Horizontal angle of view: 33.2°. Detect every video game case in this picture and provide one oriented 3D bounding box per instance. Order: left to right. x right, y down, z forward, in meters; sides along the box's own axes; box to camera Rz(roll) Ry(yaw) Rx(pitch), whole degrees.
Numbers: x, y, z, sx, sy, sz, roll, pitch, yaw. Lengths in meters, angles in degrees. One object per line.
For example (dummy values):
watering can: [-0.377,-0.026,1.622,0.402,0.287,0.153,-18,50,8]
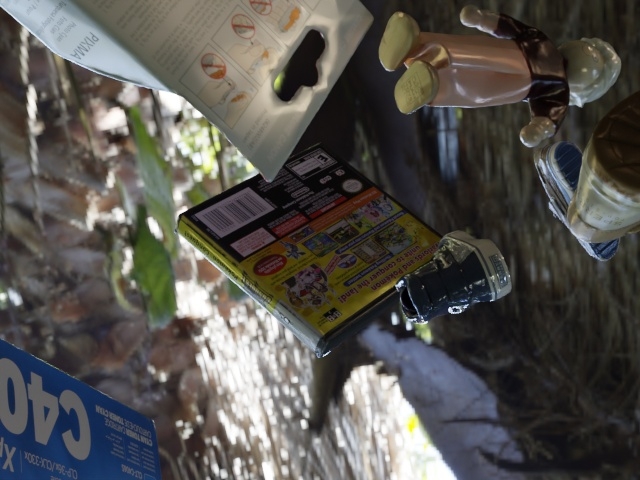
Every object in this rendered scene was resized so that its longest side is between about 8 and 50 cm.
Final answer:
video game case: [0.000,0.000,1.347,0.248,0.035,0.275,39,-136,21]

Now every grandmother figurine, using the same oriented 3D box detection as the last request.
grandmother figurine: [0.246,-0.214,1.357,0.342,0.207,0.104,-7,168,-33]

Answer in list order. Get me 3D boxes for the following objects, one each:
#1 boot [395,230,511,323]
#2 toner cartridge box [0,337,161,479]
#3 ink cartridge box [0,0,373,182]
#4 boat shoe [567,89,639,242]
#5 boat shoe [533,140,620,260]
boot: [0.105,0.034,0.967,0.086,0.069,0.190,-20,178,-5]
toner cartridge box: [-0.211,0.169,0.740,0.075,0.348,0.165,-15,-116,11]
ink cartridge box: [-0.149,-0.273,1.151,0.091,0.385,0.308,-28,-154,47]
boat shoe: [0.355,-0.111,1.048,0.341,0.110,0.121,-31,-114,-31]
boat shoe: [0.354,-0.055,1.484,0.066,0.183,0.066,-32,-165,-24]
